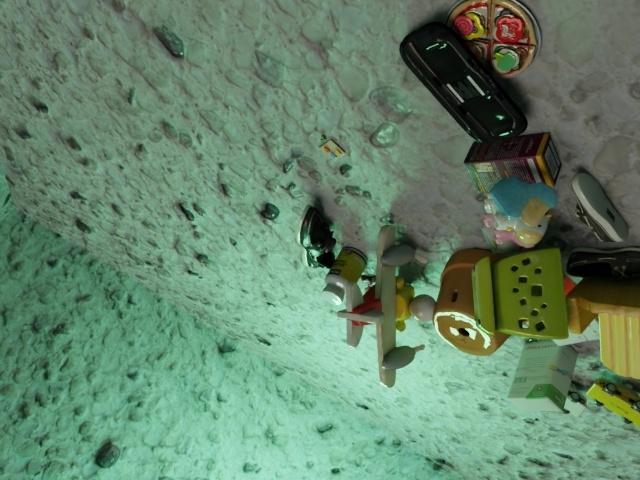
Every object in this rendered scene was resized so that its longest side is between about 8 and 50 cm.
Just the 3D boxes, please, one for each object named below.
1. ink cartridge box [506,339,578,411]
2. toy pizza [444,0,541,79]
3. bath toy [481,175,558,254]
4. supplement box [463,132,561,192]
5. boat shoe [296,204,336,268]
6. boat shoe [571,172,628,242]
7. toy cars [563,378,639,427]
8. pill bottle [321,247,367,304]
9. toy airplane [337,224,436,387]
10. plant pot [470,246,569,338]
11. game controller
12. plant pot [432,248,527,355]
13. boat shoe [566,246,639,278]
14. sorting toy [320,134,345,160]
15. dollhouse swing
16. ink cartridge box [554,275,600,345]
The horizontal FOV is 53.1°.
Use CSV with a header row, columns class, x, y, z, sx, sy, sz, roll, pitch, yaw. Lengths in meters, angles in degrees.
class,x,y,z,sx,sy,sz,roll,pitch,yaw
ink cartridge box,0.696,0.424,2.006,0.093,0.212,0.154,40,148,-20
toy pizza,0.341,-0.405,1.296,0.201,0.032,0.201,22,148,15
bath toy,0.471,-0.045,1.526,0.151,0.129,0.348,64,-177,17
supplement box,0.445,-0.177,1.486,0.188,0.080,0.104,0,138,41
boat shoe,-0.002,0.004,2.096,0.113,0.127,0.340,21,149,15
boat shoe,0.630,-0.067,1.486,0.219,0.077,0.070,44,146,-24
toy cars,0.877,0.497,2.082,0.394,0.087,0.176,-4,123,50
pill bottle,0.076,0.121,2.139,0.103,0.184,0.103,22,148,15
toy airplane,0.218,0.201,1.955,0.273,0.384,0.386,2,141,18
plant pot,0.498,0.141,1.634,0.207,0.227,0.228,-4,172,9
game controller,0.309,-0.333,1.385,0.319,0.067,0.166,42,154,-19
plant pot,0.460,0.196,1.866,0.291,0.203,0.290,26,146,19
boat shoe,0.732,0.065,1.594,0.228,0.068,0.081,1,138,41
sorting toy,0.024,-0.261,1.802,0.083,0.012,0.062,41,148,-16
dollhouse swing,0.813,0.261,1.571,0.347,0.315,0.304,6,106,36
ink cartridge box,0.696,0.207,1.847,0.232,0.066,0.189,37,149,-17
